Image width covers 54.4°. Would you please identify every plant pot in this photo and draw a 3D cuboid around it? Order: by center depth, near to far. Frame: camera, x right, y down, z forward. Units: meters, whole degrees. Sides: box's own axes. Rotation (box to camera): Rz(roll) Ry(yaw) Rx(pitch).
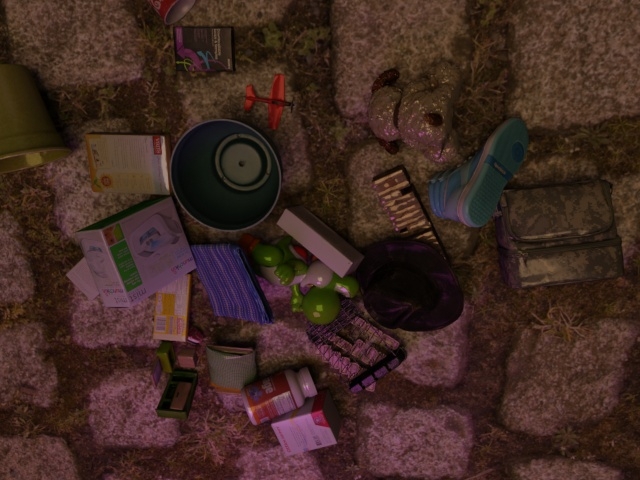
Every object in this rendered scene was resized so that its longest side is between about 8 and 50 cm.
[{"bbox_3d":[-0.230,-0.192,1.668,0.293,0.196,0.293,2,109,7],"label":"plant pot"},{"bbox_3d":[-0.855,-0.333,1.699,0.276,0.276,0.254,-14,95,13],"label":"plant pot"}]

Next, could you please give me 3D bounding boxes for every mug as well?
[{"bbox_3d":[-0.404,-0.664,1.597,0.169,0.150,0.113,46,146,-4],"label":"mug"}]

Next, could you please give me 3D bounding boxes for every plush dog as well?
[{"bbox_3d":[0.222,-0.315,1.577,0.225,0.210,0.263,9,112,31],"label":"plush dog"}]

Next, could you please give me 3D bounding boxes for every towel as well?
[{"bbox_3d":[-0.266,0.121,1.755,0.336,0.040,0.243,-2,115,54],"label":"towel"}]

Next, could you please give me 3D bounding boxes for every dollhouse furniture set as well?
[{"bbox_3d":[-0.348,0.432,1.897,0.301,0.151,0.198,3,130,7],"label":"dollhouse furniture set"}]

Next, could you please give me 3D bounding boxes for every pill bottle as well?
[{"bbox_3d":[-0.124,0.467,1.899,0.216,0.121,0.121,-21,106,-7],"label":"pill bottle"}]

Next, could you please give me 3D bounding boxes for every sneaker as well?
[{"bbox_3d":[0.391,-0.186,1.621,0.127,0.208,0.319,41,74,-29],"label":"sneaker"},{"bbox_3d":[-0.451,0.296,1.944,0.170,0.063,0.075,18,114,5],"label":"sneaker"}]

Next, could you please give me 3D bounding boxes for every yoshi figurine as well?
[{"bbox_3d":[-0.078,0.124,1.747,0.362,0.203,0.203,17,111,6],"label":"yoshi figurine"}]

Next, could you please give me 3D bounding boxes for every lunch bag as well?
[{"bbox_3d":[0.600,-0.021,1.605,0.305,0.212,0.256,-7,91,10],"label":"lunch bag"}]

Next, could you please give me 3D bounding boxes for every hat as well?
[{"bbox_3d":[0.211,0.153,1.690,0.331,0.134,0.331,19,128,27],"label":"hat"}]

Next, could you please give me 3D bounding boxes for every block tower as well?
[{"bbox_3d":[0.256,-0.041,1.703,0.097,0.091,0.335,-23,105,16],"label":"block tower"}]

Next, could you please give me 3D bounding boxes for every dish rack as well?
[{"bbox_3d":[0.096,0.304,1.833,0.208,0.074,0.271,-39,90,20],"label":"dish rack"}]

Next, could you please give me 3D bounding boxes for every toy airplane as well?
[{"bbox_3d":[-0.144,-0.379,1.680,0.151,0.028,0.151,2,107,7],"label":"toy airplane"}]

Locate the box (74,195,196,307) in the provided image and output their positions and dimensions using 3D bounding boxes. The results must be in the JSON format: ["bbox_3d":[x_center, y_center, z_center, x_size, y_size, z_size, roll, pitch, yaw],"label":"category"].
[{"bbox_3d":[-0.511,0.030,1.744,0.126,0.262,0.231,-5,109,37],"label":"box"}]

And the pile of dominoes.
[{"bbox_3d":[0.105,0.321,1.892,0.251,0.040,0.196,32,111,6],"label":"pile of dominoes"}]

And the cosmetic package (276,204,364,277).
[{"bbox_3d":[0.000,0.000,1.717,0.239,0.099,0.060,40,111,14],"label":"cosmetic package"}]

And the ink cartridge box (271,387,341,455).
[{"bbox_3d":[-0.042,0.564,1.937,0.176,0.127,0.128,-19,106,14],"label":"ink cartridge box"}]

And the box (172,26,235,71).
[{"bbox_3d":[-0.309,-0.510,1.660,0.162,0.029,0.116,2,109,7],"label":"box"}]

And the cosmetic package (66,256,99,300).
[{"bbox_3d":[-0.644,0.065,1.882,0.231,0.085,0.117,-38,100,17],"label":"cosmetic package"}]

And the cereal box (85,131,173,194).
[{"bbox_3d":[-0.544,-0.221,1.785,0.240,0.047,0.173,3,109,7],"label":"cereal box"}]

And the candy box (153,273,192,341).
[{"bbox_3d":[-0.449,0.200,1.892,0.105,0.027,0.206,4,89,6],"label":"candy box"}]
